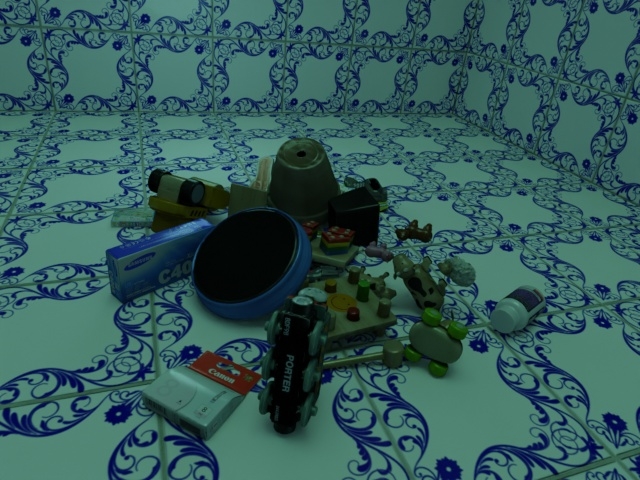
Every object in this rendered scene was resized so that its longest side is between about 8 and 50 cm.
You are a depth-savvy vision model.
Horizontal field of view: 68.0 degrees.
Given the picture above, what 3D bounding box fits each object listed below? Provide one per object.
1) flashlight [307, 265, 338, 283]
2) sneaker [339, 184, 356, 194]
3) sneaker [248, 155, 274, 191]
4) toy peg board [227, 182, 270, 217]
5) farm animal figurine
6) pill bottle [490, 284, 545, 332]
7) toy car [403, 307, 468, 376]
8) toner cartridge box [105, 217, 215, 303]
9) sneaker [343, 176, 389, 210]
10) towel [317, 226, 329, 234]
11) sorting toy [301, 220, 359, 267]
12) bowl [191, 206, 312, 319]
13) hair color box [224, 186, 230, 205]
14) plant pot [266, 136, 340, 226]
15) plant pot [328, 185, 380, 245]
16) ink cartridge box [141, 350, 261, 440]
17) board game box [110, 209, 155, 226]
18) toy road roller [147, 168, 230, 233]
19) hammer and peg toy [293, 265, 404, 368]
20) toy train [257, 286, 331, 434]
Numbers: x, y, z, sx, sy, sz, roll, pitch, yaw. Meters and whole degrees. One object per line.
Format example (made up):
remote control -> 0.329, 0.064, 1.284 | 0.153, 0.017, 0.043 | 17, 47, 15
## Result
flashlight -> -0.098, 0.116, 1.581 | 0.305, 0.103, 0.103 | 2, -13, -14
sneaker -> 0.090, -0.221, 2.222 | 0.237, 0.085, 0.086 | 24, 25, 38
sneaker -> -0.255, -0.255, 2.205 | 0.108, 0.121, 0.302 | -3, 48, 15
toy peg board -> -0.287, -0.146, 1.952 | 0.161, 0.161, 0.079 | 15, 18, 16
farm animal figurine -> 0.277, 0.116, 1.535 | 0.327, 0.330, 0.172 | 41, 32, 2
pill bottle -> 0.627, 0.223, 1.514 | 0.194, 0.108, 0.108 | -20, 39, -39
toy car -> 0.340, 0.262, 1.351 | 0.149, 0.154, 0.188 | 27, 22, 17
toner cartridge box -> -0.501, 0.057, 1.532 | 0.075, 0.165, 0.348 | 28, 36, 33
sneaker -> 0.223, -0.252, 2.268 | 0.111, 0.121, 0.300 | -16, 36, -35
towel -> 0.020, -0.039, 1.962 | 0.084, 0.009, 0.060 | 0, 29, -11
sorting toy -> 0.000, 0.000, 1.742 | 0.258, 0.089, 0.255 | 14, 15, 13
bowl -> -0.222, 0.056, 1.477 | 0.392, 0.077, 0.390 | -10, 52, 13
hair color box -> -0.451, -0.185, 2.087 | 0.167, 0.053, 0.093 | -21, 40, -37
plant pot -> -0.073, -0.256, 1.955 | 0.324, 0.280, 0.322 | 0, 54, 1
plant pot -> 0.125, -0.090, 1.912 | 0.167, 0.187, 0.187 | -8, 32, -11
ink cartridge box -> -0.282, 0.352, 1.162 | 0.189, 0.066, 0.232 | 18, 35, 21
board game box -> -0.742, -0.089, 1.884 | 0.154, 0.026, 0.103 | -1, 30, -13
toy road roller -> -0.528, -0.130, 1.848 | 0.203, 0.240, 0.330 | 18, 6, 17
hammer and peg toy -> 0.079, 0.222, 1.387 | 0.266, 0.127, 0.361 | -8, 32, -24
toy train -> -0.051, 0.270, 1.094 | 0.143, 0.333, 0.190 | 11, 15, 12
